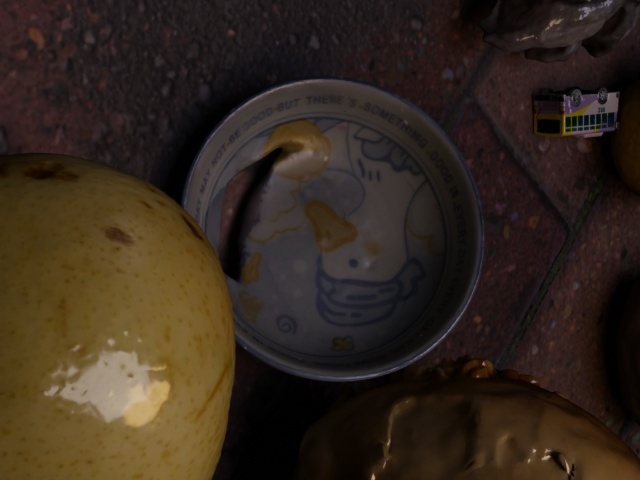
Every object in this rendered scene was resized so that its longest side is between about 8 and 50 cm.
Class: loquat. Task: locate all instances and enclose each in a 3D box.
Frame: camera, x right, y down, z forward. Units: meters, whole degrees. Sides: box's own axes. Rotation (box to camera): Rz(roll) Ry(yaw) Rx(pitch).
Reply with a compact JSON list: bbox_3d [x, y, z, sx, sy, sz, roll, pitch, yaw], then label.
[{"bbox_3d":[0.449,-0.128,1.582,0.213,0.213,0.213,-5,98,-42],"label":"loquat"}]

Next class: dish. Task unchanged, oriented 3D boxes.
[{"bbox_3d":[0.000,0.000,1.241,0.273,0.134,0.273,3,77,-12],"label":"dish"}]

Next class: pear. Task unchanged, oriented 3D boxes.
[{"bbox_3d":[-0.208,0.087,0.951,0.309,0.309,0.309,-5,98,-42],"label":"pear"}]

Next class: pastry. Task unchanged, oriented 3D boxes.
[{"bbox_3d":[0.152,0.274,1.238,0.409,0.410,0.245,58,44,-30],"label":"pastry"}]

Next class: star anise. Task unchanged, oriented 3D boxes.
[{"bbox_3d":[0.300,-0.303,1.393,0.316,0.139,0.359,-45,154,-16],"label":"star anise"}]

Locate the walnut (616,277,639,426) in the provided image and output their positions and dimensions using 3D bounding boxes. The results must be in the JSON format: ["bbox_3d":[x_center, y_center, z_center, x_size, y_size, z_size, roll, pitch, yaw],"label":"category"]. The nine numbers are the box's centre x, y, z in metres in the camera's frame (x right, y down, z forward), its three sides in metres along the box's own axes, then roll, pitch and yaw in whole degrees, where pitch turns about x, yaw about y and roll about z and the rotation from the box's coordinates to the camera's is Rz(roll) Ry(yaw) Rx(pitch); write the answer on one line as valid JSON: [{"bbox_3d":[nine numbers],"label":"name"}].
[{"bbox_3d":[0.475,0.139,1.617,0.248,0.248,0.248,-5,98,-42],"label":"walnut"}]

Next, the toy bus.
[{"bbox_3d":[0.291,-0.145,1.538,0.102,0.052,0.058,-8,102,-40],"label":"toy bus"}]
